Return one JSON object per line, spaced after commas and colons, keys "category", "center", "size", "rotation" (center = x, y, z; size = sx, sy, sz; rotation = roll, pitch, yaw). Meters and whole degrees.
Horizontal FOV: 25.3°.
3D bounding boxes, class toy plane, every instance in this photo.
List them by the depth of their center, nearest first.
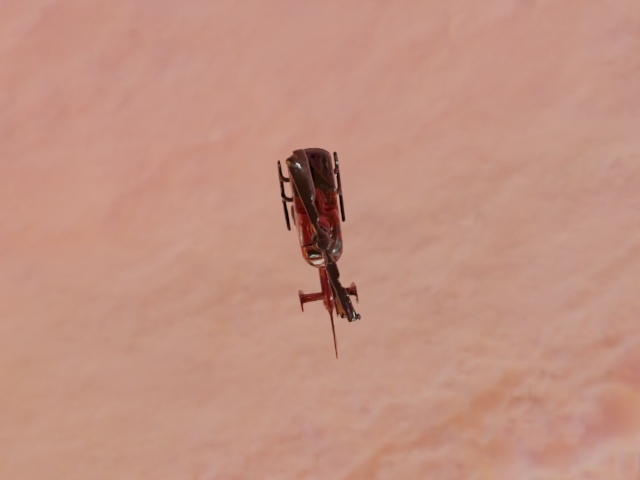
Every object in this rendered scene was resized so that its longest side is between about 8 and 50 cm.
{"category": "toy plane", "center": [0.000, 0.000, 0.844], "size": [0.037, 0.060, 0.145], "rotation": [-10, 120, -2]}
